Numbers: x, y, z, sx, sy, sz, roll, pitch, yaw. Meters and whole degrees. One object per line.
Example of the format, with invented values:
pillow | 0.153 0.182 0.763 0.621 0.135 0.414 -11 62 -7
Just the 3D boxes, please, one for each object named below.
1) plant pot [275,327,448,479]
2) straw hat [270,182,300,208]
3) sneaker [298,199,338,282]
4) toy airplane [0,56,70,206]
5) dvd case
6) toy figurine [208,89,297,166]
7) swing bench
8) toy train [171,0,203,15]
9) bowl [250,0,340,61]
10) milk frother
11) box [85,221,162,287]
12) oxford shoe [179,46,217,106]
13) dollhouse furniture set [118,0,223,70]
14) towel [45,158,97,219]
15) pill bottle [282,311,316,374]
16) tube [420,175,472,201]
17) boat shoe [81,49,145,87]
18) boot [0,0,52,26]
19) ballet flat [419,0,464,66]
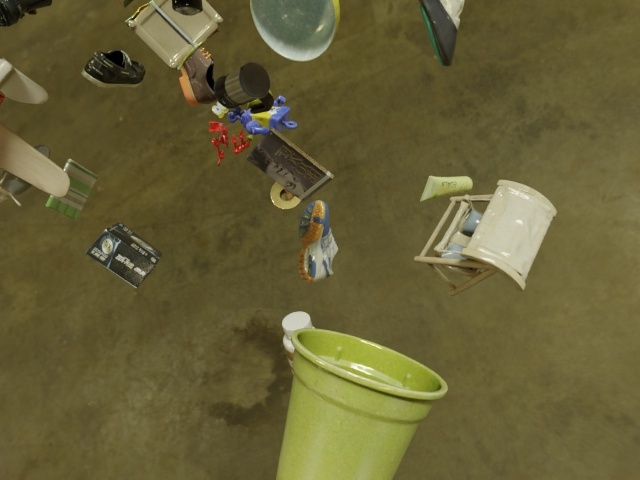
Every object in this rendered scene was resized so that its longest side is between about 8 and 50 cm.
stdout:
plant pot | 0.043 0.318 0.746 0.276 0.276 0.253 18 91 26
straw hat | -0.138 -0.195 1.864 0.145 0.061 0.144 0 80 2
sneaker | 0.000 0.000 1.553 0.112 0.131 0.296 25 113 46
toy airplane | -0.778 -0.239 0.911 0.273 0.385 0.385 3 110 40
dvd case | -0.093 -0.214 1.268 0.165 0.221 0.018 -32 29 50
toy figurine | -0.167 -0.369 1.387 0.218 0.191 0.362 11 36 15
swing bench | 0.428 -0.008 1.134 0.165 0.255 0.253 42 65 -13
toy train | -0.252 -0.550 0.688 0.142 0.190 0.333 4 105 16
bowl | -0.056 -0.730 1.354 0.290 0.289 0.156 9 45 24
milk frother | -0.171 -0.400 1.079 0.135 0.129 0.143 6 81 50
box | -0.504 0.033 1.133 0.147 0.180 0.077 41 87 -16
oxford shoe | -0.450 -0.670 1.549 0.133 0.363 0.129 -3 37 12
dollhouse furniture set | -0.423 -0.606 1.136 0.301 0.151 0.197 44 85 -17
towel | -0.733 -0.149 1.281 0.023 0.113 0.151 14 75 21
pill bottle | -0.066 0.381 1.588 0.131 0.229 0.131 -9 28 5
tube | 0.432 -0.183 1.493 0.062 0.240 0.069 -17 84 51
boat shoe | -0.509 -0.443 1.110 0.084 0.233 0.079 32 112 -7
boot | -0.900 -0.656 1.187 0.247 0.094 0.207 5 41 -1
ballet flat | 0.160 -0.352 0.616 0.074 0.074 0.203 -31 107 9
